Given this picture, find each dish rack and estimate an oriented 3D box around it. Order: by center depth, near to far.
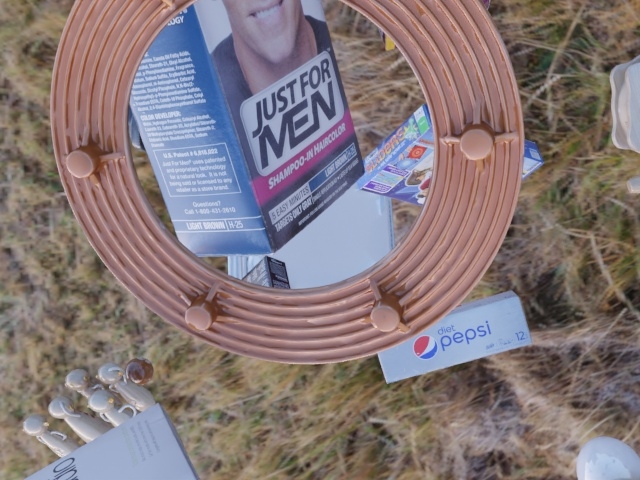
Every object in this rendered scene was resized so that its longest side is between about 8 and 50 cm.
[{"bbox_3d":[0.000,0.000,1.628,0.072,0.333,0.285,-27,62,60],"label":"dish rack"}]

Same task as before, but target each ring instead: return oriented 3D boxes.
[{"bbox_3d":[-0.034,-0.062,0.616,0.337,0.032,0.336,5,113,12],"label":"ring"}]

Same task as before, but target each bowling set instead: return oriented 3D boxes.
[{"bbox_3d":[-0.403,0.276,1.655,0.287,0.154,0.199,-19,39,32],"label":"bowling set"}]

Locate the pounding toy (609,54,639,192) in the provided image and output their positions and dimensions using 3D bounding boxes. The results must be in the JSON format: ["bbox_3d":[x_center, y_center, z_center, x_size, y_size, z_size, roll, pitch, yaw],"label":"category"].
[{"bbox_3d":[0.656,-0.229,1.728,0.154,0.155,0.269,-7,99,-7],"label":"pounding toy"}]

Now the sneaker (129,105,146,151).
[{"bbox_3d":[-0.277,-0.213,1.308,0.089,0.051,0.170,3,91,28],"label":"sneaker"}]

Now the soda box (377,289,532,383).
[{"bbox_3d":[0.249,0.182,1.741,0.286,0.091,0.098,-17,93,5],"label":"soda box"}]

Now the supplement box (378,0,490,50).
[{"bbox_3d":[0.081,-0.189,0.701,0.083,0.043,0.055,-17,79,1],"label":"supplement box"}]

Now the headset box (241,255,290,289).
[{"bbox_3d":[-0.064,0.070,1.053,0.062,0.032,0.083,-44,43,30],"label":"headset box"}]

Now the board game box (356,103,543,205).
[{"bbox_3d":[0.160,-0.092,1.133,0.136,0.201,0.035,-41,50,38],"label":"board game box"}]

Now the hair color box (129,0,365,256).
[{"bbox_3d":[-0.082,-0.177,0.762,0.105,0.174,0.347,-1,117,33],"label":"hair color box"}]

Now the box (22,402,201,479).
[{"bbox_3d":[-0.247,0.269,0.754,0.058,0.322,0.232,63,167,-16],"label":"box"}]

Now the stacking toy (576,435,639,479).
[{"bbox_3d":[0.542,0.531,1.506,0.350,0.351,0.479,-45,39,27],"label":"stacking toy"}]
